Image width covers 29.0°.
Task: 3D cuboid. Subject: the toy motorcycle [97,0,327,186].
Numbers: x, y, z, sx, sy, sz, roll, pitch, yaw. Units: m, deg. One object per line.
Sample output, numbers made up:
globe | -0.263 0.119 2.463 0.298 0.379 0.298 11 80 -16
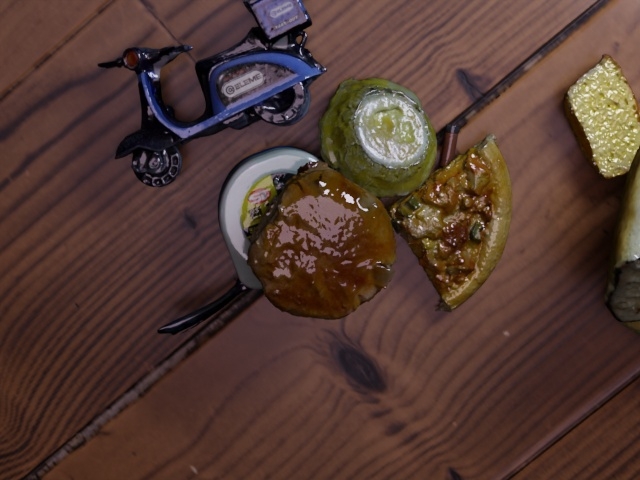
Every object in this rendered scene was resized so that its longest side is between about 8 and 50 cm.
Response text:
toy motorcycle | -0.164 -0.233 1.843 0.358 0.125 0.213 -26 92 4

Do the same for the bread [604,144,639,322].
bread | 0.572 -0.047 1.778 0.395 0.239 0.264 -3 60 -8

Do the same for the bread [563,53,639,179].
bread | 0.433 -0.184 1.876 0.103 0.065 0.187 -27 102 3

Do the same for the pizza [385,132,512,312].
pizza | 0.197 -0.029 1.890 0.197 0.058 0.292 13 103 -11

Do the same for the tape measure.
tape measure | -0.115 -0.009 1.879 0.351 0.098 0.215 -21 100 -4

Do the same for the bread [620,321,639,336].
bread | 0.507 0.105 1.911 0.110 0.156 0.103 29 94 28

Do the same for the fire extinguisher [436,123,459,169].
fire extinguisher | 0.195 -0.137 1.902 0.028 0.022 0.083 2 102 -37

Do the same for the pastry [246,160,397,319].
pastry | 0.000 0.000 1.796 0.218 0.100 0.229 -5 105 -1

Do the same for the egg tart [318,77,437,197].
egg tart | 0.096 -0.159 1.844 0.197 0.078 0.197 4 78 -21
